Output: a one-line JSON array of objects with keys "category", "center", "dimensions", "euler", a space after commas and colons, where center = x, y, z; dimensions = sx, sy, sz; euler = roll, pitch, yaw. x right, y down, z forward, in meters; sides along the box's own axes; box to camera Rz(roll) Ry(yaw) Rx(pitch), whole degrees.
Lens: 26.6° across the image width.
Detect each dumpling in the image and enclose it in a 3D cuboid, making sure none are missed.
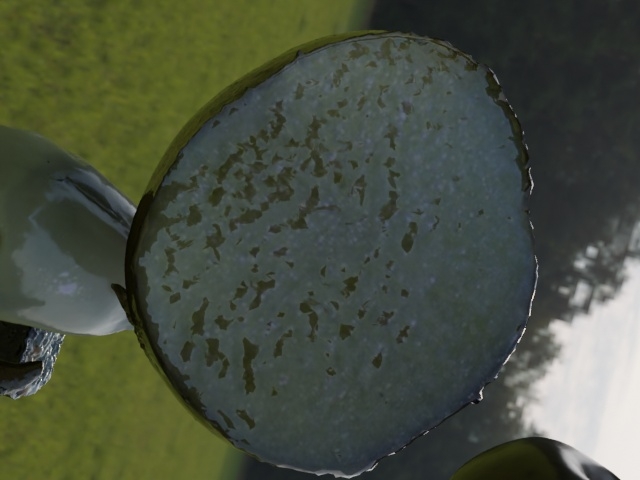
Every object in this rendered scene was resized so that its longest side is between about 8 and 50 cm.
[{"category": "dumpling", "center": [-0.320, -0.031, 1.626], "dimensions": [0.233, 0.395, 0.315], "euler": [-53, -155, 25]}]

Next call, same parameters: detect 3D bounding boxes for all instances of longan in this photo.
[{"category": "longan", "center": [0.259, 0.378, 1.595], "dimensions": [0.350, 0.288, 0.288], "euler": [-93, -163, -67]}]

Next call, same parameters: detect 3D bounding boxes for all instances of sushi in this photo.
[{"category": "sushi", "center": [-0.446, 0.121, 2.012], "dimensions": [0.225, 0.126, 0.136], "euler": [-63, 163, -6]}]

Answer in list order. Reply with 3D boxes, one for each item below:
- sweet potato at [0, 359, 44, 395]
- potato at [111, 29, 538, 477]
[{"category": "sweet potato", "center": [-0.443, 0.144, 1.485], "dimensions": [0.067, 0.273, 0.067], "euler": [-177, -90, -82]}, {"category": "potato", "center": [0.000, 0.000, 1.419], "dimensions": [0.442, 0.385, 0.319], "euler": [-45, -165, -6]}]
